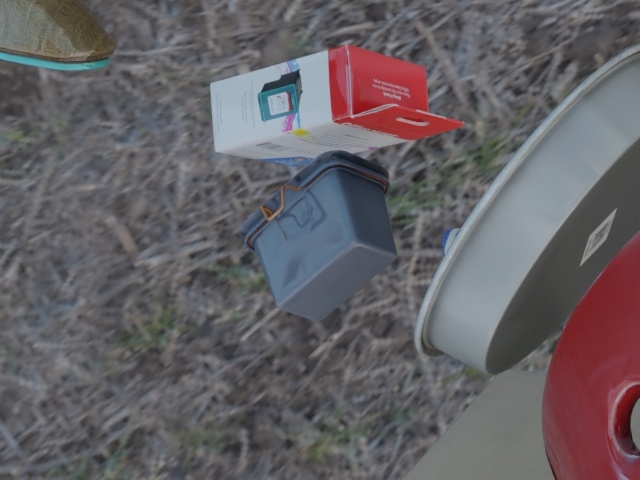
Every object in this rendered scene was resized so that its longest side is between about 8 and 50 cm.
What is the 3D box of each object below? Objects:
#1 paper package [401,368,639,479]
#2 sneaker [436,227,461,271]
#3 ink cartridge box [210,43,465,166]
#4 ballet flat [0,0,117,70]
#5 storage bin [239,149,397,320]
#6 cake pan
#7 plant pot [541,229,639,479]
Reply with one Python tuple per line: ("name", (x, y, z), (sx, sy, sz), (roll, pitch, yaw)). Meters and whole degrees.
("paper package", (0.249, 0.282, 1.575), (0.325, 0.309, 0.168), (4, 125, 44))
("sneaker", (0.157, 0.031, 1.720), (0.058, 0.135, 0.052), (-17, 131, 22))
("ink cartridge box", (0.017, -0.138, 1.669), (0.231, 0.134, 0.078), (-11, 78, 38))
("ballet flat", (-0.318, -0.240, 1.614), (0.342, 0.116, 0.124), (14, 107, 51))
("storage bin", (0.000, 0.000, 1.415), (0.135, 0.098, 0.091), (-41, 47, 29))
("cake pan", (0.185, -0.014, 1.235), (0.054, 0.293, 0.293), (39, 112, 19))
("plant pot", (0.175, 0.085, 0.459), (0.191, 0.174, 0.191), (-6, 128, -7))
